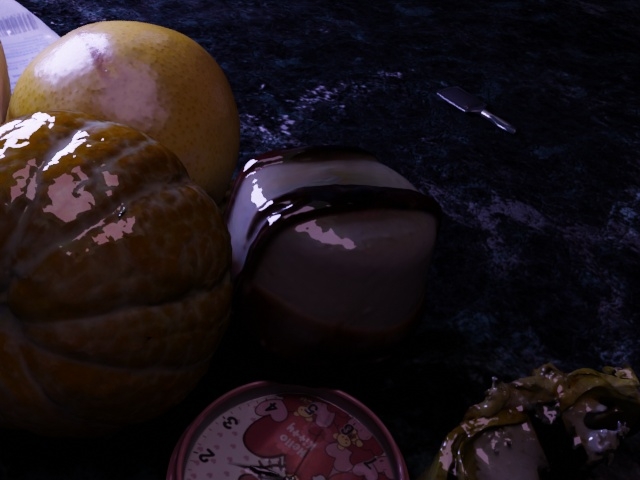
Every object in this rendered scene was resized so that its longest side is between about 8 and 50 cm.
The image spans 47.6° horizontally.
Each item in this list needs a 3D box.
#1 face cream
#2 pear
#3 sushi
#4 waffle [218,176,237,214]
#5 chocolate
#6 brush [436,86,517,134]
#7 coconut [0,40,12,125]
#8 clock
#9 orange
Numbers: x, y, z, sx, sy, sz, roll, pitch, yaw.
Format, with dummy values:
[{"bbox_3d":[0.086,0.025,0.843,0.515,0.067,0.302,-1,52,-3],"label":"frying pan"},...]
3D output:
[{"bbox_3d":[-0.517,-0.294,1.246,0.234,0.137,0.420,-27,59,-36],"label":"face cream"},{"bbox_3d":[-0.251,-0.137,0.950,0.314,0.314,0.314,4,40,-4],"label":"pear"},{"bbox_3d":[0.226,0.203,0.739,0.290,0.139,0.131,-10,51,-22],"label":"sushi"},{"bbox_3d":[-0.037,-0.031,1.039,0.249,0.056,0.261,9,42,2],"label":"waffle"},{"bbox_3d":[0.000,0.000,0.825,0.283,0.186,0.284,4,39,-4],"label":"chocolate"},{"bbox_3d":[0.302,-0.248,1.376,0.062,0.016,0.193,-21,47,-29],"label":"brush"},{"bbox_3d":[-0.562,-0.174,0.919,0.352,0.353,0.353,4,40,-4],"label":"coconut"},{"bbox_3d":[-0.029,0.237,0.717,0.244,0.056,0.244,6,38,-5],"label":"clock"},{"bbox_3d":[-0.247,0.040,0.712,0.329,0.329,0.249,18,19,13],"label":"orange"}]
